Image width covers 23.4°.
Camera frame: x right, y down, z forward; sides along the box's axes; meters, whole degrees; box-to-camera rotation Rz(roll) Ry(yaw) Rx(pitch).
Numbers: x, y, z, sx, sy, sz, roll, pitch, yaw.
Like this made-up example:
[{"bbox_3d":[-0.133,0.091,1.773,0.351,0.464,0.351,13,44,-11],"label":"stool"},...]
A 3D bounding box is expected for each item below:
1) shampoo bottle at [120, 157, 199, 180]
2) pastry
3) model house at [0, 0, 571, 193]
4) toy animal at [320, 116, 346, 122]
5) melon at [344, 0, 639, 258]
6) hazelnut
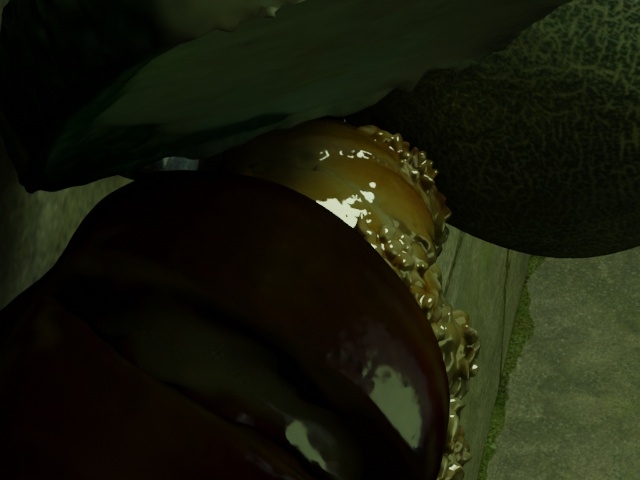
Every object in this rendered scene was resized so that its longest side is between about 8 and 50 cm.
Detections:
[{"bbox_3d":[-0.071,-0.147,0.824,0.087,0.049,0.233,40,60,-80],"label":"shampoo bottle"},{"bbox_3d":[0.017,0.053,0.981,0.311,0.162,0.255,-84,158,-62],"label":"pastry"},{"bbox_3d":[-0.037,-0.189,0.620,0.298,0.243,0.284,153,-78,-74],"label":"model house"},{"bbox_3d":[0.005,-0.005,1.292,0.105,0.070,0.202,4,100,-67],"label":"toy animal"},{"bbox_3d":[0.154,-0.115,1.101,0.248,0.329,0.248,-11,108,-38],"label":"melon"},{"bbox_3d":[-0.060,0.098,0.671,0.251,0.217,0.217,-56,162,-12],"label":"hazelnut"}]
